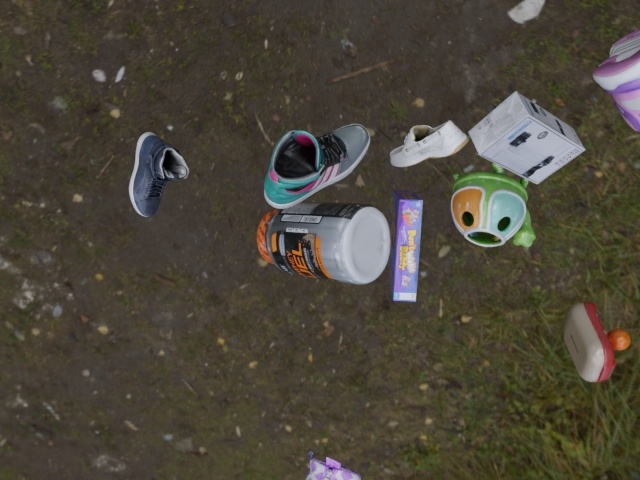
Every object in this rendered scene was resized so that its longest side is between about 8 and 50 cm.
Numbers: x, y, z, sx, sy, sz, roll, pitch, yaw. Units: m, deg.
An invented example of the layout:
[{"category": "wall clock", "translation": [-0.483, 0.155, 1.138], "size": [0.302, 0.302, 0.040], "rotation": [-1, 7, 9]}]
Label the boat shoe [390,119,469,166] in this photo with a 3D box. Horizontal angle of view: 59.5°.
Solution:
[{"category": "boat shoe", "translation": [0.278, -0.273, 1.532], "size": [0.096, 0.098, 0.277], "rotation": [53, 151, -17]}]

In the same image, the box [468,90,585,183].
[{"category": "box", "translation": [0.563, -0.270, 1.520], "size": [0.290, 0.087, 0.169], "rotation": [16, 137, -38]}]

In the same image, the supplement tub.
[{"category": "supplement tub", "translation": [0.000, 0.000, 1.501], "size": [0.338, 0.207, 0.207], "rotation": [5, 129, 43]}]

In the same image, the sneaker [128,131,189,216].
[{"category": "sneaker", "translation": [-0.414, -0.147, 1.433], "size": [0.086, 0.163, 0.226], "rotation": [-12, 120, -43]}]

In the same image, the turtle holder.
[{"category": "turtle holder", "translation": [0.579, -0.092, 1.904], "size": [0.243, 0.227, 0.320], "rotation": [-2, 154, 32]}]

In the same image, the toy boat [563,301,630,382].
[{"category": "toy boat", "translation": [0.777, 0.274, 1.551], "size": [0.151, 0.231, 0.151], "rotation": [-3, 131, 3]}]

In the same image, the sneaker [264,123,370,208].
[{"category": "sneaker", "translation": [-0.003, -0.198, 1.255], "size": [0.295, 0.178, 0.123], "rotation": [-37, 80, -13]}]

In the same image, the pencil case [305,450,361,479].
[{"category": "pencil case", "translation": [-0.002, 0.418, 0.802], "size": [0.086, 0.206, 0.088], "rotation": [13, 156, 7]}]

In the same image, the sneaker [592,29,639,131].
[{"category": "sneaker", "translation": [0.418, -0.208, 0.697], "size": [0.095, 0.236, 0.104], "rotation": [-18, 108, 50]}]

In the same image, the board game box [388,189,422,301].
[{"category": "board game box", "translation": [0.292, 0.012, 1.954], "size": [0.078, 0.233, 0.347], "rotation": [2, 103, 2]}]
